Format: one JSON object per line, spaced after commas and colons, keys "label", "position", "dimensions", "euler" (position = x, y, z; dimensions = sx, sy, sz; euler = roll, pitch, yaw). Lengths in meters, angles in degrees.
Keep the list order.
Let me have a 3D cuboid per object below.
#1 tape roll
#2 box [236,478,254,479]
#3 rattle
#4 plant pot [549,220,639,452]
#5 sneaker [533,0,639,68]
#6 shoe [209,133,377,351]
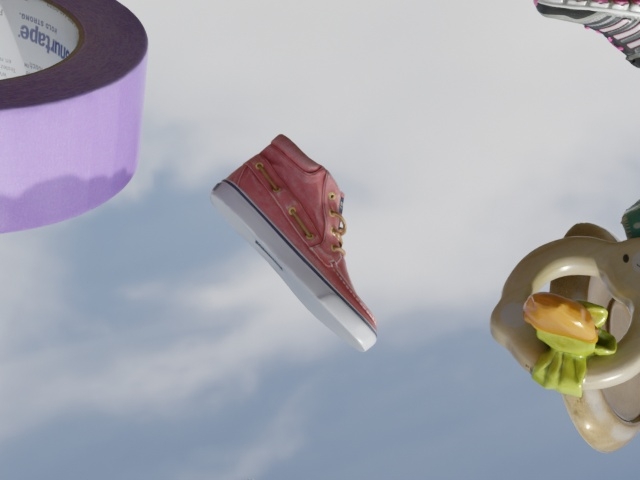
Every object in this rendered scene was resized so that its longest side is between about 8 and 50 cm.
{"label": "tape roll", "position": [-0.255, -0.104, 1.274], "dimensions": [0.275, 0.090, 0.275], "euler": [6, -152, -3]}
{"label": "box", "position": [-0.046, 0.317, 1.504], "dimensions": [0.036, 0.225, 0.136], "euler": [-1, -165, -30]}
{"label": "rattle", "position": [0.219, 0.010, 1.422], "dimensions": [0.200, 0.143, 0.130], "euler": [-38, -131, -15]}
{"label": "plant pot", "position": [0.295, 0.096, 1.932], "dimensions": [0.032, 0.236, 0.236], "euler": [-9, -164, 30]}
{"label": "sneaker", "position": [0.272, -0.191, 1.703], "dimensions": [0.170, 0.075, 0.063], "euler": [6, -147, -1]}
{"label": "shoe", "position": [0.000, 0.000, 1.509], "dimensions": [0.081, 0.178, 0.063], "euler": [-43, 176, -13]}
